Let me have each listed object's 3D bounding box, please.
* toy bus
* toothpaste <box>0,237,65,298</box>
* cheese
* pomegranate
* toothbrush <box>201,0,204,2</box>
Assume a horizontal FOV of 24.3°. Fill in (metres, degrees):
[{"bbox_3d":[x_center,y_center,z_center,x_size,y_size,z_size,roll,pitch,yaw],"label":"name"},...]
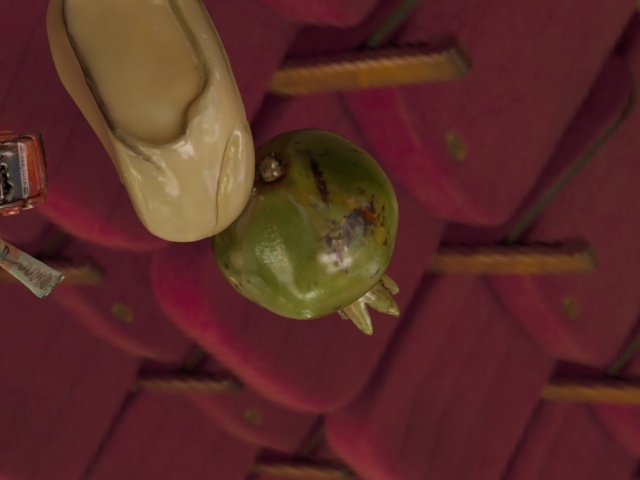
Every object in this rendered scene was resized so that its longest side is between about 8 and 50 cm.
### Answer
[{"bbox_3d":[-0.276,-0.053,1.141,0.096,0.073,0.235,-9,-173,-24],"label":"toy bus"},{"bbox_3d":[-0.487,0.035,2.385,0.036,0.056,0.205,47,-178,36],"label":"toothpaste"},{"bbox_3d":[-0.154,-0.131,1.362,0.127,0.266,0.233,-24,162,-12],"label":"cheese"},{"bbox_3d":[0.000,0.000,2.039,0.260,0.260,0.341,-7,139,43],"label":"pomegranate"},{"bbox_3d":[-0.135,-0.263,1.622,0.026,0.024,0.288,58,144,13],"label":"toothbrush"}]
